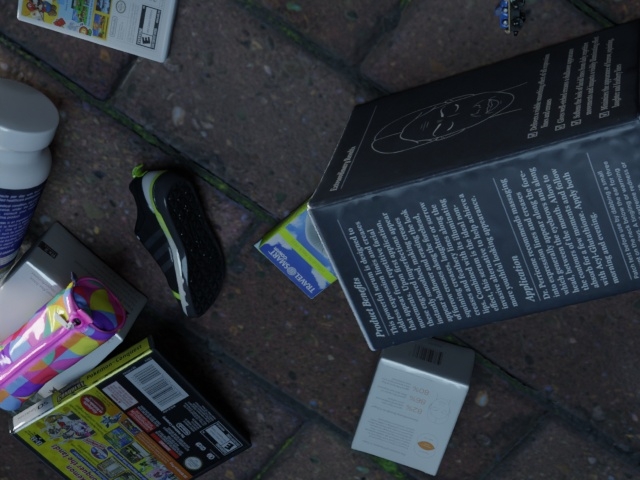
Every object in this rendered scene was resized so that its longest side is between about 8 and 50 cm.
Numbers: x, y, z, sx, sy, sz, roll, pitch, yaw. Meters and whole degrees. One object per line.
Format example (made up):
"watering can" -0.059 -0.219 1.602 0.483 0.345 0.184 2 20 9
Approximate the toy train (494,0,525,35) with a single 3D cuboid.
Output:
"toy train" 0.225 -0.320 1.687 0.036 0.027 0.158 2 120 16

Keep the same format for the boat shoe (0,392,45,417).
"boat shoe" -0.416 0.232 2.128 0.320 0.103 0.118 39 134 -12

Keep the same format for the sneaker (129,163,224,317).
"sneaker" -0.206 -0.004 1.964 0.097 0.084 0.234 10 124 36

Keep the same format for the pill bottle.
"pill bottle" -0.455 -0.082 1.918 0.153 0.153 0.264 27 123 -3

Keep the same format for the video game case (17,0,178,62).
"video game case" -0.275 -0.357 1.789 0.206 0.026 0.227 17 123 3

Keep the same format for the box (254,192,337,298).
"box" 0.000 0.000 1.921 0.109 0.042 0.178 44 119 -13

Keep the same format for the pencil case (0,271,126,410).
"pencil case" -0.372 0.140 1.920 0.104 0.104 0.236 45 119 -13

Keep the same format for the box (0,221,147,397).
"box" -0.383 0.106 2.031 0.181 0.119 0.182 42 121 -12

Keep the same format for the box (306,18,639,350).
"box" 0.224 -0.067 1.679 0.396 0.293 0.212 -14 115 21

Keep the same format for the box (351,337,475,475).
"box" 0.131 0.226 1.992 0.130 0.091 0.170 18 122 2

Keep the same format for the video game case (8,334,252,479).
"video game case" -0.275 0.283 2.066 0.248 0.035 0.275 -31 131 8
